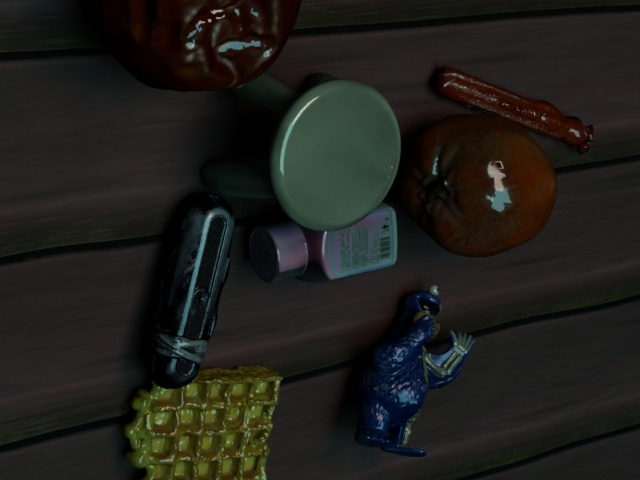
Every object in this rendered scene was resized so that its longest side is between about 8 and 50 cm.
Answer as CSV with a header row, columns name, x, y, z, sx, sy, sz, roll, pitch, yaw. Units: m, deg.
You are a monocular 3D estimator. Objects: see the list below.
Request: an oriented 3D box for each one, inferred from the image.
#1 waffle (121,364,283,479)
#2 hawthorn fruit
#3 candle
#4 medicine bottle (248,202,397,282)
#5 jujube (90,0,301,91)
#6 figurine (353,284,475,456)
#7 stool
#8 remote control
name,x,y,z,sx,sy,sz,roll,pitch,yaw
waffle,-0.171,0.286,1.974,0.229,0.057,0.219,-1,104,-33
hawthorn fruit,0.245,-0.083,2.065,0.262,0.210,0.210,-9,111,-51
candle,0.294,-0.199,2.147,0.329,0.048,0.051,17,54,-37
medicine bottle,0.000,0.000,1.961,0.188,0.119,0.094,-13,110,-31
jujube,-0.155,-0.365,1.664,0.276,0.276,0.377,-21,128,-28
figurine,0.119,0.191,2.118,0.164,0.120,0.262,47,59,-42
stool,-0.028,-0.124,1.856,0.195,0.198,0.195,3,101,-36
remote control,-0.166,0.067,1.875,0.090,0.066,0.266,13,87,-24
